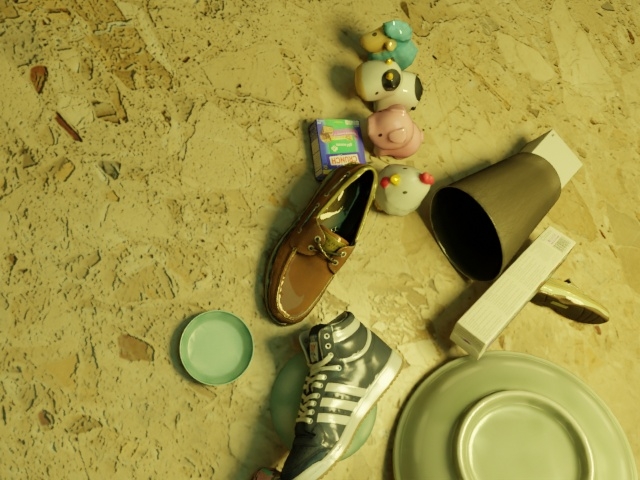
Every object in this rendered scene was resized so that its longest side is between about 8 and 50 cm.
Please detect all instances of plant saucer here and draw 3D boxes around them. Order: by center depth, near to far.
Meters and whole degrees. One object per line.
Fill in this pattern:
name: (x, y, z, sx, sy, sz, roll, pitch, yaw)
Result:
plant saucer: (-0.167, 0.172, 0.985, 0.120, 0.021, 0.119, 5, 74, -19)
plant saucer: (0.320, 0.358, 0.994, 0.401, 0.100, 0.400, -1, 61, 2)
plant saucer: (0.015, 0.272, 1.023, 0.195, 0.037, 0.194, 5, 76, -20)

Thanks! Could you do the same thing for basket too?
basket: (0.345, -0.063, 1.176, 0.227, 0.154, 0.204, -34, 111, -30)

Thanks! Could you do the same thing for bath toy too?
bath toy: (0.141, -0.221, 1.141, 0.152, 0.129, 0.347, 2, 77, -27)

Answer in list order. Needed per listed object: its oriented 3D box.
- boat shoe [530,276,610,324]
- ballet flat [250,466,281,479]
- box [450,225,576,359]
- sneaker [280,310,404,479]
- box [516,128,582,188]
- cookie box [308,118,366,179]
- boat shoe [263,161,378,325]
boat shoe: (0.503, 0.109, 1.241, 0.190, 0.068, 0.072, 24, 58, -14)
ballet flat: (-0.041, 0.452, 0.932, 0.077, 0.079, 0.221, -22, 86, -25)
box: (0.365, 0.090, 1.151, 0.067, 0.063, 0.324, 37, 57, 23)
sneaker: (-0.001, 0.233, 0.948, 0.153, 0.099, 0.282, 49, 58, -9)
box: (0.462, -0.153, 1.275, 0.101, 0.087, 0.102, 48, 65, -4)
cookie box: (0.032, -0.168, 1.137, 0.092, 0.040, 0.107, -3, 79, -23)
boat shoe: (0.000, 0.000, 1.031, 0.111, 0.104, 0.307, 28, 78, -19)
